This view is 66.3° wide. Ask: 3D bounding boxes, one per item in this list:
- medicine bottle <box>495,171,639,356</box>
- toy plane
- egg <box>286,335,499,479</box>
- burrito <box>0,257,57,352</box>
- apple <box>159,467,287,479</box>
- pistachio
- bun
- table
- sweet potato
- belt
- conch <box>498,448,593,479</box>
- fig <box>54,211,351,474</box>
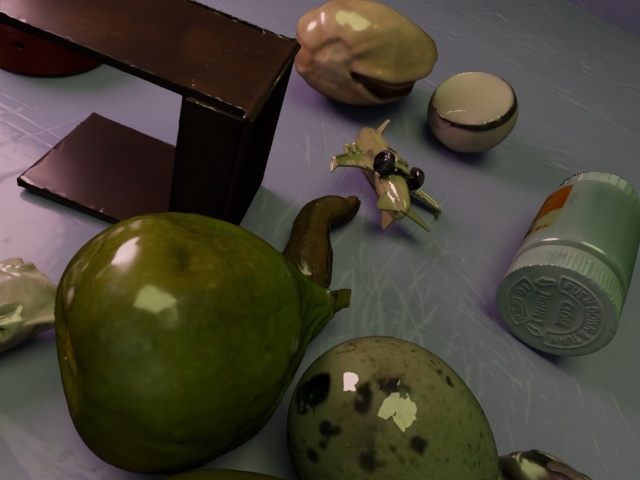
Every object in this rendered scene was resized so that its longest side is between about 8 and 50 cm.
[{"bbox_3d":[0.399,0.018,0.762,0.158,0.158,0.318,37,48,12],"label":"medicine bottle"},{"bbox_3d":[0.106,-0.117,0.811,0.229,0.092,0.244,20,42,-32],"label":"toy plane"},{"bbox_3d":[0.075,0.192,0.474,0.228,0.177,0.177,33,43,-20],"label":"egg"},{"bbox_3d":[-0.438,0.099,0.419,0.392,0.076,0.117,-19,59,-33],"label":"burrito"},{"bbox_3d":[-0.071,0.280,0.324,0.261,0.194,0.260,10,48,-11],"label":"apple"},{"bbox_3d":[0.093,-0.360,0.951,0.318,0.193,0.213,-10,65,-41],"label":"pistachio"},{"bbox_3d":[0.301,-0.245,0.980,0.173,0.120,0.172,-4,58,7],"label":"bun"},{"bbox_3d":[-0.208,-0.151,0.610,0.282,0.250,0.196,22,47,-4],"label":"table"},{"bbox_3d":[-0.004,-0.005,0.694,0.081,0.062,0.233,38,42,-12],"label":"sweet potato"},{"bbox_3d":[-0.452,-0.415,0.837,0.227,0.115,0.323,17,46,-8],"label":"belt"},{"bbox_3d":[0.233,0.336,0.420,0.220,0.195,0.277,3,67,24],"label":"conch"},{"bbox_3d":[-0.089,0.103,0.467,0.314,0.233,0.233,26,41,-33],"label":"fig"}]
